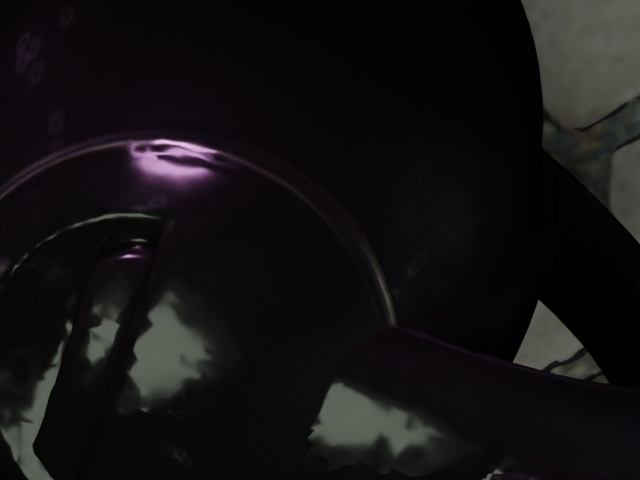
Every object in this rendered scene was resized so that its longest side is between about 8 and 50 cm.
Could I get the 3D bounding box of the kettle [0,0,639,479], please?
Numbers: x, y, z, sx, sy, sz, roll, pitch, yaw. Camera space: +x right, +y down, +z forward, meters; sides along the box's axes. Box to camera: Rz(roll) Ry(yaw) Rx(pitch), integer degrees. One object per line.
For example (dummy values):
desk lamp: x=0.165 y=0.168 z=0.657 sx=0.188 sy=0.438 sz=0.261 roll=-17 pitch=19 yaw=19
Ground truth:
kettle: x=0.000 y=0.000 z=0.605 sx=0.268 sy=0.290 sz=0.207 roll=18 pitch=109 yaw=-3
